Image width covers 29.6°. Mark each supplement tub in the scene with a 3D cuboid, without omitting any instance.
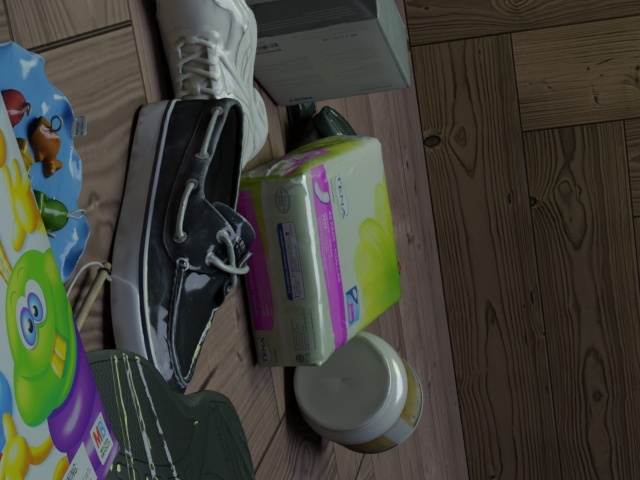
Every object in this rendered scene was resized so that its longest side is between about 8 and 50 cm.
[{"bbox_3d":[0.049,0.194,1.558,0.200,0.144,0.144,49,36,-70],"label":"supplement tub"}]

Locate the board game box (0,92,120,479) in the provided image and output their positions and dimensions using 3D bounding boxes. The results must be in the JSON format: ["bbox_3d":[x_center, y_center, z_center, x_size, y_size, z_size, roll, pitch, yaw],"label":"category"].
[{"bbox_3d":[-0.202,0.020,0.492,0.142,0.144,0.275,-72,153,-61],"label":"board game box"}]

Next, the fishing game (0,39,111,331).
[{"bbox_3d":[-0.192,-0.042,0.819,0.189,0.041,0.264,-75,156,-52],"label":"fishing game"}]

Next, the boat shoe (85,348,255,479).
[{"bbox_3d":[-0.139,0.150,0.840,0.320,0.103,0.118,33,39,-72],"label":"boat shoe"}]

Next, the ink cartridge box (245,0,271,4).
[{"bbox_3d":[-0.066,-0.398,1.197,0.198,0.197,0.270,68,20,-50],"label":"ink cartridge box"}]

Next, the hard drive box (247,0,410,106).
[{"bbox_3d":[0.001,-0.250,1.478,0.232,0.181,0.089,46,38,-72],"label":"hard drive box"}]

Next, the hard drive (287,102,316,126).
[{"bbox_3d":[-0.034,-0.233,1.676,0.094,0.022,0.135,-60,142,-69],"label":"hard drive"}]

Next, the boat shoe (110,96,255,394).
[{"bbox_3d":[-0.107,0.004,1.031,0.108,0.102,0.301,67,21,-54],"label":"boat shoe"}]

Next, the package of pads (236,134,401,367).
[{"bbox_3d":[0.000,0.000,1.455,0.296,0.101,0.229,-30,114,-66],"label":"package of pads"}]

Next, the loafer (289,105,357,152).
[{"bbox_3d":[0.005,-0.136,1.732,0.096,0.084,0.267,53,8,3],"label":"loafer"}]

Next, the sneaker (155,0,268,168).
[{"bbox_3d":[-0.106,-0.148,1.160,0.115,0.090,0.232,-76,156,-49],"label":"sneaker"}]

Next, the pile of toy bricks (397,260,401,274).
[{"bbox_3d":[0.068,0.035,1.820,0.118,0.105,0.212,51,35,-68],"label":"pile of toy bricks"}]
